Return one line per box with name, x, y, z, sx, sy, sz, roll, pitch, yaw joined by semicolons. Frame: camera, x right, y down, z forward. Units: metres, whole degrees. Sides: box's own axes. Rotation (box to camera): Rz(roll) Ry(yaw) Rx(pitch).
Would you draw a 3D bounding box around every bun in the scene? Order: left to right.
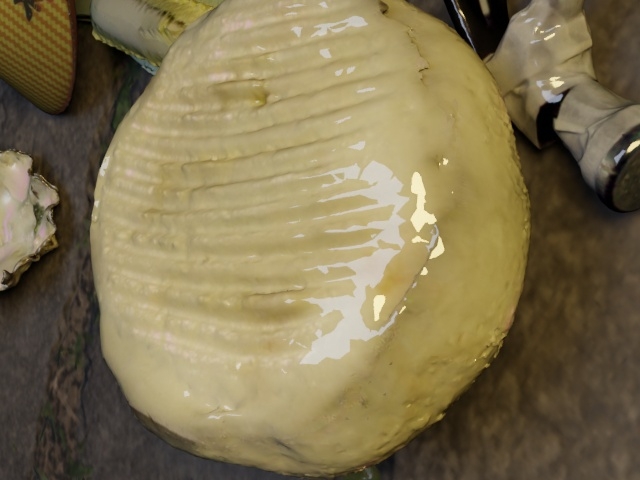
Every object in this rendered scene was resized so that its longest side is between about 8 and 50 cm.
bun;0.000;0.000;0.579;0.239;0.141;0.239;-18;63;41

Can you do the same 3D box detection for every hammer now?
hammer;0.122;-0.209;0.429;0.152;0.044;0.427;53;148;36

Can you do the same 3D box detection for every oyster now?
oyster;-0.262;0.006;0.911;0.209;0.072;0.132;-26;61;21

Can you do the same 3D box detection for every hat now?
hat;-0.234;-0.170;0.829;0.193;0.082;0.193;37;135;49

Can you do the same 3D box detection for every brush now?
brush;-0.132;-0.146;0.786;0.297;0.060;0.068;26;108;44
